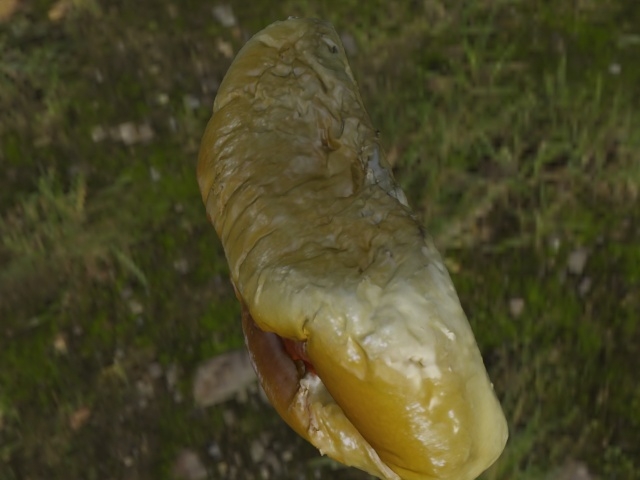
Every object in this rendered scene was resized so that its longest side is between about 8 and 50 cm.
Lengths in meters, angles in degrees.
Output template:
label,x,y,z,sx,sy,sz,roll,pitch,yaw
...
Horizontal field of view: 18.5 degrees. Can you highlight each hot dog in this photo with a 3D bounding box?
label,x,y,z,sx,sy,sz,roll,pitch,yaw
hot dog,0.000,0.000,0.685,0.073,0.084,0.242,-18,32,-1
